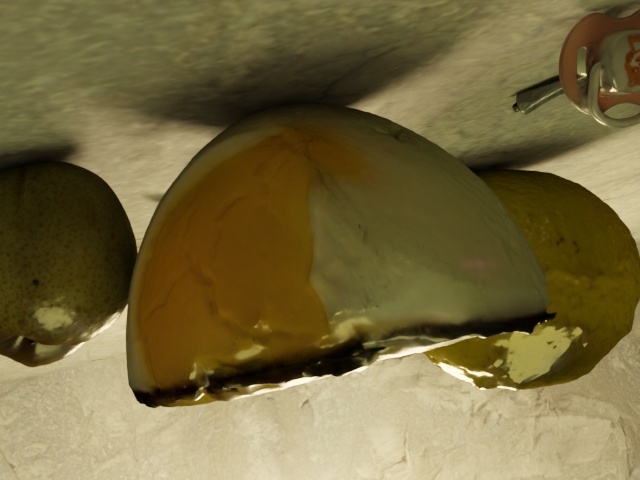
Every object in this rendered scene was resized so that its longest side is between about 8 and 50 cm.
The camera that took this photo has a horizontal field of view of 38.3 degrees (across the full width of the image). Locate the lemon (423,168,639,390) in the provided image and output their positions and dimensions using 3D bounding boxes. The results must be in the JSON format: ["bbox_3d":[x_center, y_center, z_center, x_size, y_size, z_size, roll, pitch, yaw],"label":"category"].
[{"bbox_3d":[0.220,0.043,1.075,0.321,0.268,0.268,0,166,-31],"label":"lemon"}]

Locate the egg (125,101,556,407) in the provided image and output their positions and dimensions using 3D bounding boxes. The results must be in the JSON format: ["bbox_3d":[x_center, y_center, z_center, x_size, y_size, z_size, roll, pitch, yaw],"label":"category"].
[{"bbox_3d":[0.000,0.000,0.698,0.337,0.201,0.337,-9,177,0],"label":"egg"}]

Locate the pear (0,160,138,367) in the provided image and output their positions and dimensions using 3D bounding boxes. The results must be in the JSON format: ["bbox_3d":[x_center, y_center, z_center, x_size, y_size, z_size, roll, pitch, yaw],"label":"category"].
[{"bbox_3d":[-0.219,0.019,0.704,0.167,0.137,0.167,1,159,0],"label":"pear"}]

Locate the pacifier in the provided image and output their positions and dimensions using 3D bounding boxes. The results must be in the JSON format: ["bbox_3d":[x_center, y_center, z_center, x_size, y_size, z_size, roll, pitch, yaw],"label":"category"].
[{"bbox_3d":[0.206,-0.124,0.659,0.099,0.082,0.078,-9,-162,-17],"label":"pacifier"}]

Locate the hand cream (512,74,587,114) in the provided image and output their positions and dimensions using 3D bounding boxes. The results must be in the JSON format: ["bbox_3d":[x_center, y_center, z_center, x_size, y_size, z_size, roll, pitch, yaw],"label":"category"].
[{"bbox_3d":[0.204,-0.128,0.771,0.093,0.019,0.030,-21,169,32],"label":"hand cream"}]
